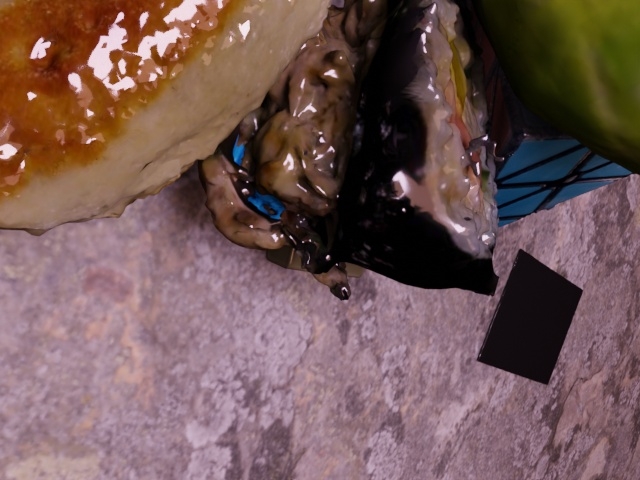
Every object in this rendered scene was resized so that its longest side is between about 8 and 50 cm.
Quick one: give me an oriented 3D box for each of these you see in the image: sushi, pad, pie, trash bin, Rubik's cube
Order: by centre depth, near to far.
[{"bbox_3d":[-0.141,-0.160,0.313,0.314,0.092,0.316,0,89,-11],"label":"pie"},{"bbox_3d":[0.016,-0.069,0.484,0.238,0.218,0.225,29,58,-74],"label":"sushi"},{"bbox_3d":[0.000,0.000,0.619,0.092,0.043,0.061,5,101,-44],"label":"trash bin"},{"bbox_3d":[0.214,-0.116,0.657,0.233,0.228,0.228,-49,125,-11],"label":"Rubik's cube"},{"bbox_3d":[0.320,0.124,1.000,0.245,0.006,0.170,24,86,-46],"label":"pad"}]

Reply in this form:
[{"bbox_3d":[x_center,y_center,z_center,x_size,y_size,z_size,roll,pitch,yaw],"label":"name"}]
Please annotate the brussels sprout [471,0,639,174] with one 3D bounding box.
[{"bbox_3d":[0.237,-0.217,0.425,0.289,0.281,0.355,8,63,-36],"label":"brussels sprout"}]
